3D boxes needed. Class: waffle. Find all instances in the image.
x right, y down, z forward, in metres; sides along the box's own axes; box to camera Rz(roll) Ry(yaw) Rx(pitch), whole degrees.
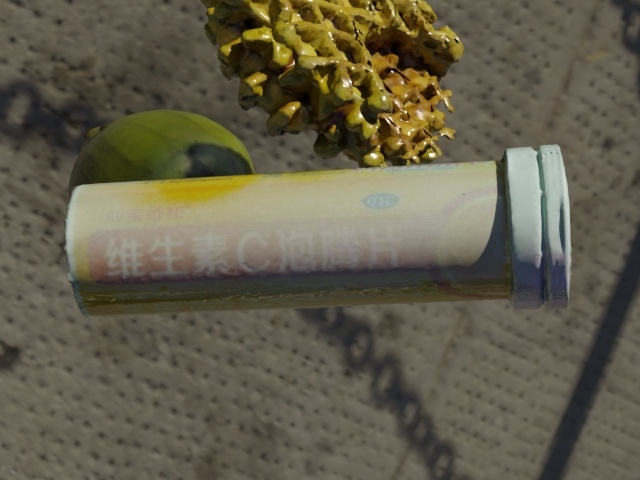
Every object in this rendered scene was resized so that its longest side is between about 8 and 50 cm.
[{"bbox_3d":[0.011,-0.134,1.014,0.197,0.193,0.070,27,128,-19],"label":"waffle"}]

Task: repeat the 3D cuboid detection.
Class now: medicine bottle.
[{"bbox_3d":[0.000,0.000,0.684,0.218,0.074,0.074,-3,114,6],"label":"medicine bottle"}]

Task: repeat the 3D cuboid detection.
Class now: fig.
[{"bbox_3d":[-0.183,-0.057,1.623,0.203,0.225,0.203,-37,150,-25],"label":"fig"}]
